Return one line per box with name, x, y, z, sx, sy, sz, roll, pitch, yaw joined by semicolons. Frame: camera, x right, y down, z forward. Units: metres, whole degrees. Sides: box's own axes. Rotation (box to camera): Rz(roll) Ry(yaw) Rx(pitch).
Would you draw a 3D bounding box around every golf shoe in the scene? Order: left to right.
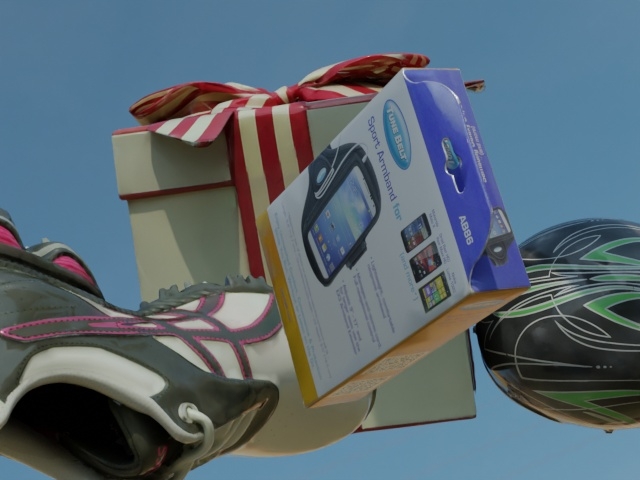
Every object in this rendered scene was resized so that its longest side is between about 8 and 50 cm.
golf shoe;-0.073;0.076;0.580;0.273;0.120;0.105;16;-62;-38

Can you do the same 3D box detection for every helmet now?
helmet;0.205;0.061;0.934;0.162;0.169;0.169;24;-62;-35

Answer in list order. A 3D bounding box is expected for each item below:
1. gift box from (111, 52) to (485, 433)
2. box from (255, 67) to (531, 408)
gift box;0.000;0.000;0.912;0.255;0.258;0.276;-8;1;1
box;0.024;0.000;0.442;0.028;0.081;0.136;-3;-22;-32
